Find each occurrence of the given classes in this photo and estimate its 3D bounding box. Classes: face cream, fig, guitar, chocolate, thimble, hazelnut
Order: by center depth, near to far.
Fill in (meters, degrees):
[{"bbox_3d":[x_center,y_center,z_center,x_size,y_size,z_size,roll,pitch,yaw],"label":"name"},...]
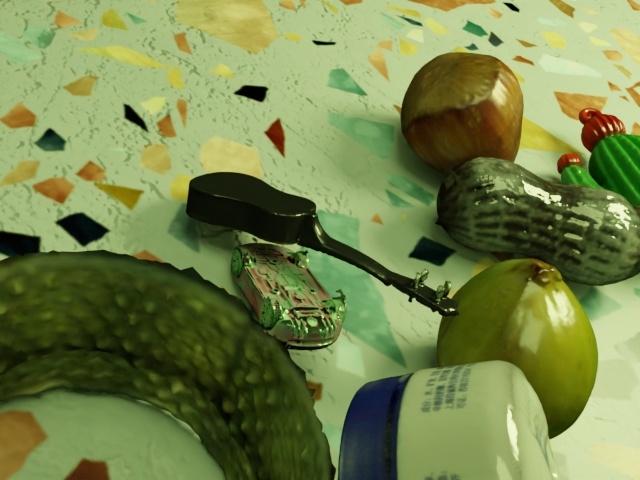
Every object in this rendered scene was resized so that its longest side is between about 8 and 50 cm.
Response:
[{"bbox_3d":[-0.142,0.151,0.440,0.270,0.150,0.271,12,45,-12],"label":"thimble"},{"bbox_3d":[0.096,0.179,0.464,0.111,0.206,0.206,-12,42,18],"label":"face cream"},{"bbox_3d":[0.166,0.096,0.652,0.135,0.120,0.153,-7,75,-35],"label":"fig"},{"bbox_3d":[0.001,-0.002,0.665,0.271,0.038,0.084,23,26,24],"label":"guitar"},{"bbox_3d":[0.236,-0.019,0.797,0.247,0.110,0.110,16,44,-4],"label":"chocolate"},{"bbox_3d":[0.164,-0.135,0.868,0.150,0.150,0.150,12,45,-12],"label":"hazelnut"}]

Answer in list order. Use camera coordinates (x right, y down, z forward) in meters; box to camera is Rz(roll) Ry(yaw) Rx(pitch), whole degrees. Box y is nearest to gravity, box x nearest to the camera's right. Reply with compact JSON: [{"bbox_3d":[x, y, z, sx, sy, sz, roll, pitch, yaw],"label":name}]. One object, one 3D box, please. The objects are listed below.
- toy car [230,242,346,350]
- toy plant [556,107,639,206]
[{"bbox_3d":[-0.032,0.047,0.652,0.069,0.055,0.142,2,27,-26],"label":"toy car"},{"bbox_3d":[0.369,-0.070,0.914,0.154,0.088,0.240,-30,57,-24],"label":"toy plant"}]
